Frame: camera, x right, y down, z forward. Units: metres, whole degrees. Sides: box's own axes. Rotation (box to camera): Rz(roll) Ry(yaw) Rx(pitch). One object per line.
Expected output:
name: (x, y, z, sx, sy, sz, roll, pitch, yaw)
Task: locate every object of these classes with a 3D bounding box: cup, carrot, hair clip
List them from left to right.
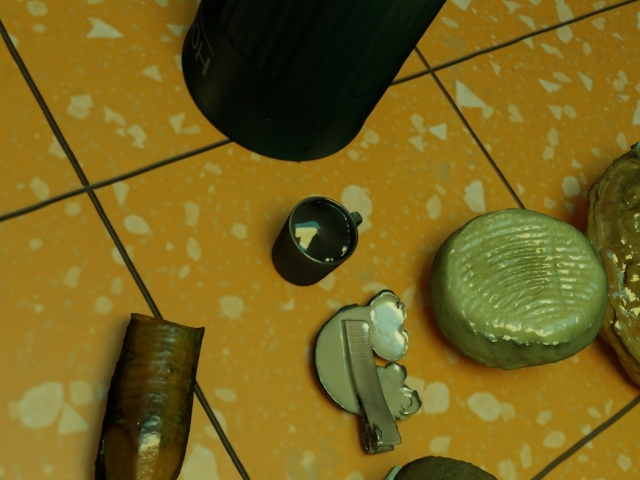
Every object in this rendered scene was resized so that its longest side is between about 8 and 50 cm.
carrot: (-0.153, 0.145, 0.730, 0.082, 0.082, 0.173, 13, 64, -17)
cup: (0.000, 0.000, 0.868, 0.100, 0.077, 0.078, -24, 76, -30)
cup: (0.007, -0.287, 0.887, 0.242, 0.292, 0.308, 25, 59, -10)
hair clip: (0.049, 0.135, 0.842, 0.116, 0.049, 0.172, 2, 62, -27)

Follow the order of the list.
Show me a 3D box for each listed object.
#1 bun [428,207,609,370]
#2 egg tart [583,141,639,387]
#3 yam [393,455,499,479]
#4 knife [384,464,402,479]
bun: (0.216, 0.061, 0.902, 0.195, 0.118, 0.196, 1, 60, -2)
egg tart: (0.458, 0.036, 0.989, 0.341, 0.129, 0.342, 9, 71, -28)
yam: (0.083, 0.336, 0.691, 0.161, 0.161, 0.268, 35, 59, -3)
knife: (0.103, 0.270, 0.819, 0.096, 0.010, 0.027, 46, 59, 0)
